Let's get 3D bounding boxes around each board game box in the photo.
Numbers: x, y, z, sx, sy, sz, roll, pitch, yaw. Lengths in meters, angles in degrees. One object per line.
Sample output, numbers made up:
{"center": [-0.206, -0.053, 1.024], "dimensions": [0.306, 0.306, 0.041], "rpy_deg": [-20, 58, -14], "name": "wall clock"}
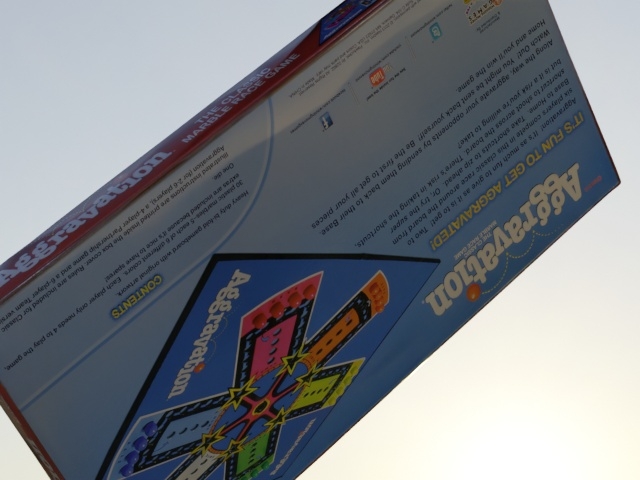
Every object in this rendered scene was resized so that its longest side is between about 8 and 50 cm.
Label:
{"center": [0.000, 0.000, 0.645], "dimensions": [0.281, 0.145, 0.027], "rpy_deg": [-40, 30, -22], "name": "board game box"}
